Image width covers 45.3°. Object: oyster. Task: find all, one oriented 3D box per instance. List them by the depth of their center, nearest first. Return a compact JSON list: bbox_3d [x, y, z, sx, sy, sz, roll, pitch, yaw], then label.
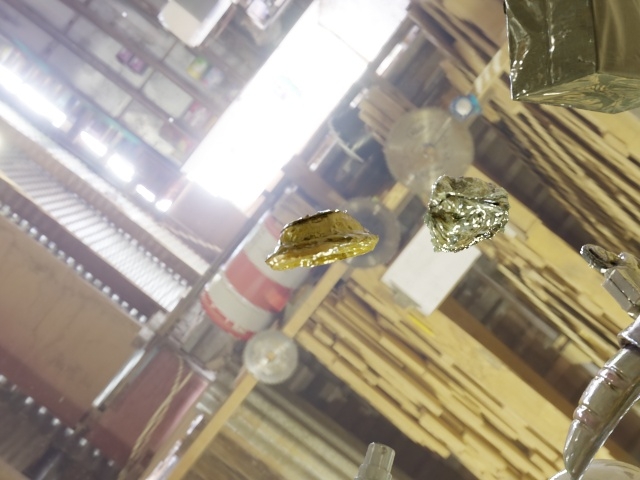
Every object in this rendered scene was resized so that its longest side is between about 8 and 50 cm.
[{"bbox_3d":[0.309,-0.063,1.629,0.267,0.198,0.112,93,156,-61],"label":"oyster"}]

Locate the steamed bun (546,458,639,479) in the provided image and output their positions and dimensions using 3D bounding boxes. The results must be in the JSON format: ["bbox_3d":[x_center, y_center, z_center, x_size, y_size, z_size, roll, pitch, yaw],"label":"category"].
[{"bbox_3d":[0.518,0.594,1.418,0.334,0.374,0.334,33,176,3],"label":"steamed bun"}]

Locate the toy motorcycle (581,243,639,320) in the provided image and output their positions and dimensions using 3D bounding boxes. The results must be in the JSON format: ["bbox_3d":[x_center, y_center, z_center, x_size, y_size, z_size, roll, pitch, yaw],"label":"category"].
[{"bbox_3d":[0.826,0.131,1.965,0.223,0.108,0.340,9,-146,-34],"label":"toy motorcycle"}]

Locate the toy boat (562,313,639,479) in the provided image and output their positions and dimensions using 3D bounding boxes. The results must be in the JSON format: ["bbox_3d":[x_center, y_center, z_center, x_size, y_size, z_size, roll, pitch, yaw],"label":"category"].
[{"bbox_3d":[0.510,0.242,1.303,0.111,0.293,0.276,42,-159,11],"label":"toy boat"}]

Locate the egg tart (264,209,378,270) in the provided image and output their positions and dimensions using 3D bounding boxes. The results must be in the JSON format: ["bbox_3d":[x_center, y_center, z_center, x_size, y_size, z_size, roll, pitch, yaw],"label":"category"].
[{"bbox_3d":[0.000,0.000,1.226,0.191,0.191,0.074,25,-129,-76],"label":"egg tart"}]

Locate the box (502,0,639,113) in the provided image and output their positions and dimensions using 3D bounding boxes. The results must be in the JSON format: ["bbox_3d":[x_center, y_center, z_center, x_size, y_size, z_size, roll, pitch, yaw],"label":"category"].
[{"bbox_3d":[0.388,-0.271,1.061,0.231,0.149,0.155,0,175,-35],"label":"box"}]

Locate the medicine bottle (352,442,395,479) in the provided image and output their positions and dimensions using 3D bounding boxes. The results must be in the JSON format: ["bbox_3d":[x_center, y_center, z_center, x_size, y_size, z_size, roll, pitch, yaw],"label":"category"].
[{"bbox_3d":[0.051,0.488,1.191,0.110,0.352,0.110,14,147,10],"label":"medicine bottle"}]
